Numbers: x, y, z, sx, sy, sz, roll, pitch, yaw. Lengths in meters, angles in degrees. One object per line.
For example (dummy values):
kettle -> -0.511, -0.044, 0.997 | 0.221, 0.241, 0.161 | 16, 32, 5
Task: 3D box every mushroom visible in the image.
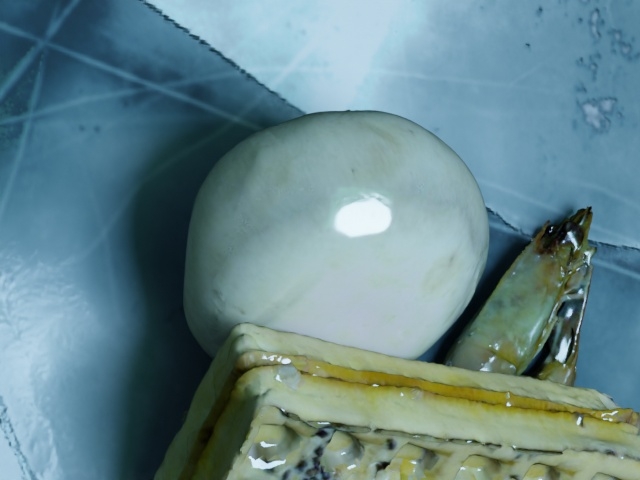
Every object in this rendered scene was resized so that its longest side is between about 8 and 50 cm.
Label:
mushroom -> 0.000, 0.000, 1.413 | 0.246, 0.202, 0.246 | -17, 132, -20

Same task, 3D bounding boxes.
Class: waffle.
waffle -> 0.055, 0.208, 1.396 | 0.376, 0.114, 0.261 | 14, 120, -29

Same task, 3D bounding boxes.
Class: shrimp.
shrimp -> 0.183, 0.085, 1.586 | 0.145, 0.061, 0.267 | 38, 65, -32
